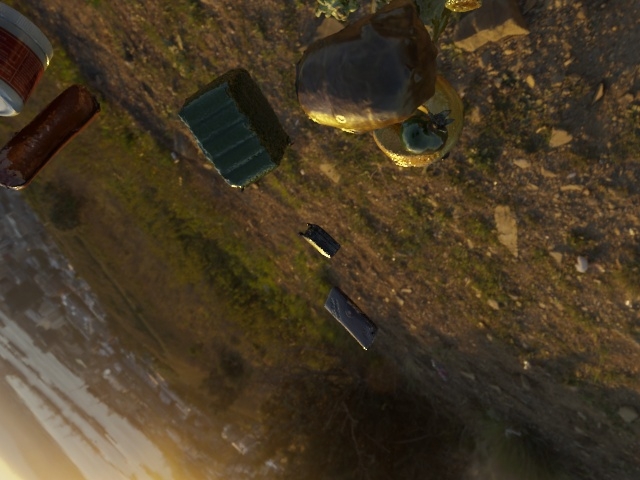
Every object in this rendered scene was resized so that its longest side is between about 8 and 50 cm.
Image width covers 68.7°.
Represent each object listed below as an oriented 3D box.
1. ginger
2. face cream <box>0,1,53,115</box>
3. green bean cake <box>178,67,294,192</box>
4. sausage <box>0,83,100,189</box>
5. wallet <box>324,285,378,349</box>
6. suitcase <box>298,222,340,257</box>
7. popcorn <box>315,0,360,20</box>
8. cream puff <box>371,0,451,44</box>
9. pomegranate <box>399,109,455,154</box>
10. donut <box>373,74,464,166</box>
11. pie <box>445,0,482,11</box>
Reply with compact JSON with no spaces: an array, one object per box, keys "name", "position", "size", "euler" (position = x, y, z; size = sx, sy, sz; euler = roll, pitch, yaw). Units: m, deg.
[{"name":"ginger","position":[0.092,-0.314,0.898],"size":[0.200,0.269,0.223],"euler":[62,178,-23]},{"name":"face cream","position":[-0.758,-0.417,1.076],"size":[0.201,0.187,0.201],"euler":[15,161,5]},{"name":"green bean cake","position":[-0.203,-0.281,1.160],"size":[0.156,0.250,0.247],"euler":[-27,115,16]},{"name":"sausage","position":[-0.681,-0.260,1.163],"size":[0.102,0.330,0.102],"euler":[22,151,13]},{"name":"wallet","position":[0.079,0.206,1.261],"size":[0.176,0.026,0.095],"euler":[45,135,29]},{"name":"suitcase","position":[0.000,0.000,1.509],"size":[0.126,0.059,0.086],"euler":[42,174,-18]},{"name":"popcorn","position":[0.047,-0.804,1.541],"size":[0.162,0.135,0.141],"euler":[-3,142,43]},{"name":"cream puff","position":[0.319,-0.819,1.627],"size":[0.270,0.274,0.323],"euler":[13,137,-8]},{"name":"pomegranate","position":[0.340,-0.350,1.489],"size":[0.191,0.152,0.131],"euler":[124,143,-72]},{"name":"donut","position":[0.433,-0.545,2.061],"size":[0.377,0.163,0.435],"euler":[19,97,33]},{"name":"pie","position":[0.327,-0.544,1.071],"size":[0.084,0.084,0.020],"euler":[10,97,38]}]
